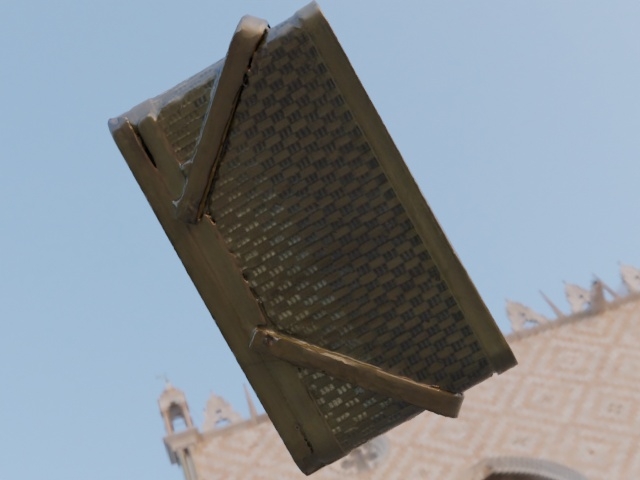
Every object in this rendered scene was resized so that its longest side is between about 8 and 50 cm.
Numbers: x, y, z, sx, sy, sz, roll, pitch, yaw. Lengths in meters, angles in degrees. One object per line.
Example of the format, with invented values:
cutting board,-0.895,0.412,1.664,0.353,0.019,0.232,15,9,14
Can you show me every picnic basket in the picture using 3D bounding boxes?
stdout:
picnic basket,0.000,0.000,0.637,0.139,0.165,0.267,-29,-90,4
